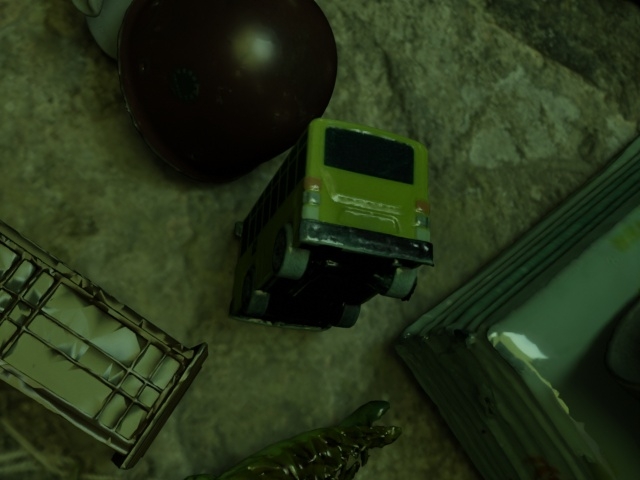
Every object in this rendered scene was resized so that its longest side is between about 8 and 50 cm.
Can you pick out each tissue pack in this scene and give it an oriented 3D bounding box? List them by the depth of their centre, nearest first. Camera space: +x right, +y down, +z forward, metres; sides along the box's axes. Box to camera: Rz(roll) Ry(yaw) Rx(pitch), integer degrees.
[{"bbox_3d":[0.293,0.080,0.566,0.388,0.162,0.287,-35,91,-24],"label":"tissue pack"}]

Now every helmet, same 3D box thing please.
[{"bbox_3d":[-0.040,-0.125,0.501,0.175,0.106,0.155,-36,114,-44],"label":"helmet"}]

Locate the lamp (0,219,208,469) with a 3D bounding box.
[{"bbox_3d":[-0.228,0.016,0.431,0.325,0.090,0.089,35,69,-8],"label":"lamp"}]

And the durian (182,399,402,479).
[{"bbox_3d":[-0.090,0.211,0.416,0.375,0.132,0.106,-41,105,-29],"label":"durian"}]

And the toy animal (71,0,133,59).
[{"bbox_3d":[-0.142,-0.252,0.517,0.131,0.104,0.220,35,68,-11],"label":"toy animal"}]

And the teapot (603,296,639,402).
[{"bbox_3d":[0.341,0.139,0.372,0.344,0.253,0.300,54,32,0],"label":"teapot"}]

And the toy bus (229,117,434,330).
[{"bbox_3d":[0.000,0.000,0.475,0.088,0.175,0.101,10,67,-18],"label":"toy bus"}]
